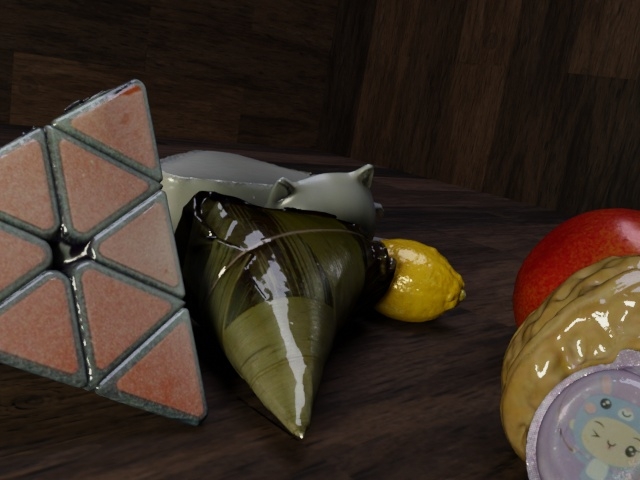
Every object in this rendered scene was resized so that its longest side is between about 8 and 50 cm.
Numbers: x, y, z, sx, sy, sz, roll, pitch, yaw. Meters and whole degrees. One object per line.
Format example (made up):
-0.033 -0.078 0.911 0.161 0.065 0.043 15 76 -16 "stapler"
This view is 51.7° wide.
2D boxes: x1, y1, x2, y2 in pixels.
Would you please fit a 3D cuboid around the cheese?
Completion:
0.169 0.153 0.407 0.105 0.191 0.042 21 -19 39 "cheese"

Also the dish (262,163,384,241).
0.000 0.000 0.926 0.236 0.228 0.086 -27 56 -8 "dish"

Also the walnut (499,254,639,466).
0.244 0.118 0.530 0.213 0.213 0.213 9 12 -2 "walnut"

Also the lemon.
0.123 0.056 0.908 0.155 0.114 0.114 17 14 11 "lemon"

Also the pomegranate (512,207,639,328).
0.347 0.086 0.754 0.220 0.221 0.257 4 40 -25 "pomegranate"

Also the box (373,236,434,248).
0.147 0.031 1.191 0.125 0.043 0.089 10 12 -1 "box"

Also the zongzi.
0.009 0.086 0.704 0.289 0.154 0.317 5 32 -37 "zongzi"

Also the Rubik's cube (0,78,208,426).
-0.235 0.024 0.559 0.228 0.233 0.228 -12 36 -6 "Rubik's cube"

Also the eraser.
-0.161 -0.066 1.166 0.331 0.150 0.331 9 15 -3 "eraser"
